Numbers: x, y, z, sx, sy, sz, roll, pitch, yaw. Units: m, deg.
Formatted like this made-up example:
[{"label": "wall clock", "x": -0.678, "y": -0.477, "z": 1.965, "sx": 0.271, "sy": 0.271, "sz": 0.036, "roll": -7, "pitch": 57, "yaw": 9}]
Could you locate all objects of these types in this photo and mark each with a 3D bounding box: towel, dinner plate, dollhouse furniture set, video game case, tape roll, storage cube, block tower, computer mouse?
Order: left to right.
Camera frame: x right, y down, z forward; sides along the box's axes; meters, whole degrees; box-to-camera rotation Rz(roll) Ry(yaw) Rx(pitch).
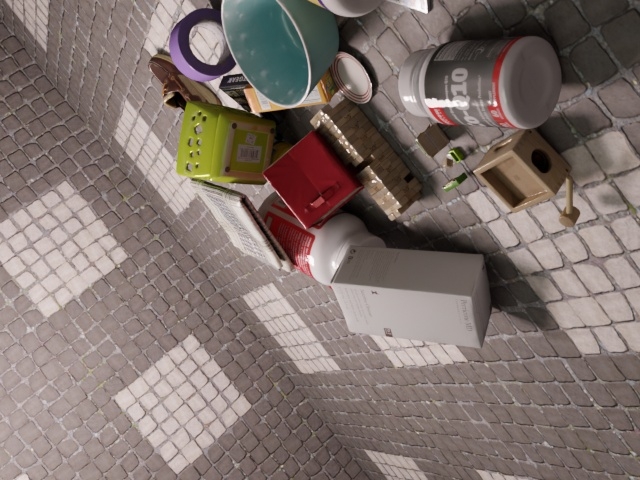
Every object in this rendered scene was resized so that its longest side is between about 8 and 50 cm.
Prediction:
[{"label": "tape roll", "x": -0.323, "y": -0.548, "z": 2.006, "sx": 0.189, "sy": 0.189, "sz": 0.080, "roll": 58, "pitch": 154, "yaw": -17}, {"label": "towel", "x": -0.243, "y": -0.041, "z": 2.163, "sx": 0.312, "sy": 0.056, "sz": 0.324, "roll": 20, "pitch": 151, "yaw": 49}, {"label": "computer mouse", "x": -0.177, "y": -0.402, "z": 2.162, "sx": 0.242, "sy": 0.041, "sz": 0.071, "roll": 31, "pitch": 162, "yaw": 47}, {"label": "storage cube", "x": -0.009, "y": -0.167, "z": 1.931, "sx": 0.193, "sy": 0.183, "sz": 0.215, "roll": 52, "pitch": -164, "yaw": 1}, {"label": "dinner plate", "x": 0.077, "y": -0.399, "z": 1.744, "sx": 0.141, "sy": 0.017, "sz": 0.141, "roll": 38, "pitch": 152, "yaw": 24}, {"label": "block tower", "x": 0.124, "y": -0.217, "z": 1.839, "sx": 0.335, "sy": 0.097, "sz": 0.091, "roll": 49, "pitch": 156, "yaw": -3}, {"label": "video game case", "x": 0.169, "y": -0.511, "z": 1.433, "sx": 0.122, "sy": 0.011, "sz": 0.087, "roll": 32, "pitch": 151, "yaw": 34}, {"label": "dollhouse furniture set", "x": 0.272, "y": -0.190, "z": 1.641, "sx": 0.152, "sy": 0.076, "sz": 0.058, "roll": 51, "pitch": 155, "yaw": -5}]

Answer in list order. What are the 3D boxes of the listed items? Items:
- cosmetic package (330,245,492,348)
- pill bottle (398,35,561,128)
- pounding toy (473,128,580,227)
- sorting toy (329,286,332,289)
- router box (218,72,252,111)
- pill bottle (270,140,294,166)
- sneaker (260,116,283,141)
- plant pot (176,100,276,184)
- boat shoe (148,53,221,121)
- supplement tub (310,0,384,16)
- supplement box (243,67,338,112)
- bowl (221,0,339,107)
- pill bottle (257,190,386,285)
[{"label": "cosmetic package", "x": 0.249, "y": 0.146, "z": 1.908, "sx": 0.384, "sy": 0.156, "sz": 0.217, "roll": 4, "pitch": 136, "yaw": 28}, {"label": "pill bottle", "x": 0.291, "y": -0.296, "z": 1.351, "sx": 0.283, "sy": 0.161, "sz": 0.161, "roll": 15, "pitch": 138, "yaw": 52}, {"label": "pounding toy", "x": 0.448, "y": -0.125, "z": 1.426, "sx": 0.206, "sy": 0.094, "sz": 0.181, "roll": 43, "pitch": 152, "yaw": -9}, {"label": "sorting toy", "x": 0.053, "y": 0.106, "z": 2.478, "sx": 0.132, "sy": 0.046, "sz": 0.275, "roll": 33, "pitch": 150, "yaw": 33}, {"label": "router box", "x": -0.182, "y": -0.420, "z": 2.023, "sx": 0.178, "sy": 0.046, "sz": 0.133, "roll": 6, "pitch": 159, "yaw": 43}, {"label": "pill bottle", "x": -0.071, "y": -0.216, "z": 2.139, "sx": 0.208, "sy": 0.119, "sz": 0.119, "roll": 29, "pitch": 149, "yaw": 39}, {"label": "sneaker", "x": -0.164, "y": -0.336, "z": 2.222, "sx": 0.098, "sy": 0.038, "sz": 0.069, "roll": 53, "pitch": 155, "yaw": -5}, {"label": "plant pot", "x": -0.265, "y": -0.275, "z": 2.099, "sx": 0.207, "sy": 0.228, "sz": 0.227, "roll": 21, "pitch": 104, "yaw": 47}, {"label": "boat shoe", "x": -0.487, "y": -0.507, "z": 2.424, "sx": 0.342, "sy": 0.123, "sz": 0.123, "roll": 42, "pitch": 155, "yaw": 17}, {"label": "supplement tub", "x": -0.019, "y": -0.591, "z": 1.358, "sx": 0.331, "sy": 0.241, "sz": 0.241, "roll": 34, "pitch": 152, "yaw": 30}, {"label": "supplement box", "x": -0.076, "y": -0.388, "z": 1.844, "sx": 0.233, "sy": 0.078, "sz": 0.080, "roll": 0, "pitch": 126, "yaw": 27}, {"label": "bowl", "x": -0.075, "y": -0.489, "z": 1.684, "sx": 0.311, "sy": 0.163, "sz": 0.312, "roll": 37, "pitch": 149, "yaw": 27}, {"label": "pill bottle", "x": 0.000, "y": 0.000, "z": 2.193, "sx": 0.407, "sy": 0.229, "sz": 0.229, "roll": 28, "pitch": 148, "yaw": 41}]
